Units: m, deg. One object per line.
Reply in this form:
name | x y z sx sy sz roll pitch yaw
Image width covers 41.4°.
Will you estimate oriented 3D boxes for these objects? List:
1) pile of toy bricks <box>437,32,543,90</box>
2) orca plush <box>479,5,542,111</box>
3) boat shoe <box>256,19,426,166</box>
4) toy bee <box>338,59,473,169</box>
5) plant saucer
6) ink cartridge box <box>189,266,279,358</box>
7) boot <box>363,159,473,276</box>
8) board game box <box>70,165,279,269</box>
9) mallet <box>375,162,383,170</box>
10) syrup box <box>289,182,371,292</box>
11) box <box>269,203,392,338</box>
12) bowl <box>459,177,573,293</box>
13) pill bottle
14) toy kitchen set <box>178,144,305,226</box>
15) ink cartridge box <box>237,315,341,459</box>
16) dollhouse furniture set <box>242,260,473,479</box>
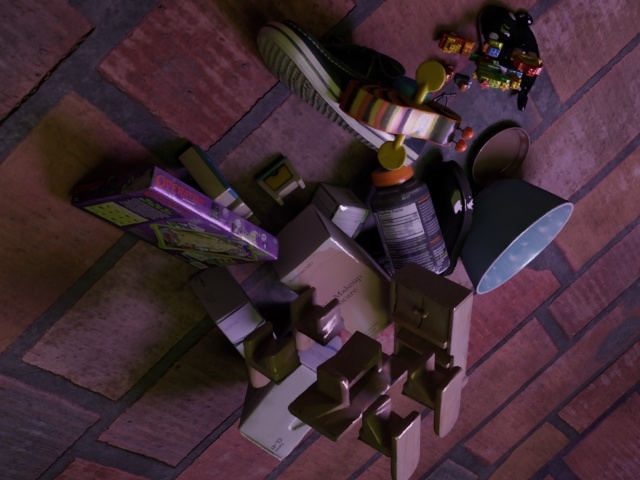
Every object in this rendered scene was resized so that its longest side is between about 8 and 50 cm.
pile of toy bricks | 0.339 -0.342 1.727 0.212 0.105 0.118 12 129 -10
orca plush | 0.425 -0.380 1.819 0.151 0.102 0.287 -33 139 -7
boat shoe | 0.062 -0.294 1.581 0.500 0.187 0.156 27 97 -51
toy bee | 0.186 -0.223 1.486 0.298 0.162 0.195 -24 139 -32
plant saucer | 0.427 -0.204 2.035 0.168 0.029 0.168 -20 135 -22
ink cartridge box | -0.179 0.160 1.823 0.087 0.153 0.208 -36 140 -5
boot | 0.204 -0.011 1.968 0.260 0.131 0.347 -14 130 -22
board game box | -0.261 -0.032 1.577 0.347 0.208 0.056 33 61 -48
mallet | 0.178 -0.212 1.845 0.062 0.039 0.189 3 119 -35
syrup box | 0.000 0.000 1.855 0.096 0.093 0.236 8 120 -40
box | 0.039 0.076 1.778 0.148 0.121 0.311 -42 131 11
bowl | 0.444 -0.033 2.062 0.312 0.163 0.311 -34 158 -16
pill bottle | 0.184 -0.043 1.818 0.130 0.130 0.245 -22 103 -19
toy kitchen set | -0.144 -0.134 1.642 0.166 0.122 0.207 -39 159 -1
ink cartridge box | -0.062 0.309 1.921 0.131 0.306 0.226 35 106 -9
dollhouse furniture set | 0.115 0.262 1.654 0.394 0.362 0.256 -37 139 -35
